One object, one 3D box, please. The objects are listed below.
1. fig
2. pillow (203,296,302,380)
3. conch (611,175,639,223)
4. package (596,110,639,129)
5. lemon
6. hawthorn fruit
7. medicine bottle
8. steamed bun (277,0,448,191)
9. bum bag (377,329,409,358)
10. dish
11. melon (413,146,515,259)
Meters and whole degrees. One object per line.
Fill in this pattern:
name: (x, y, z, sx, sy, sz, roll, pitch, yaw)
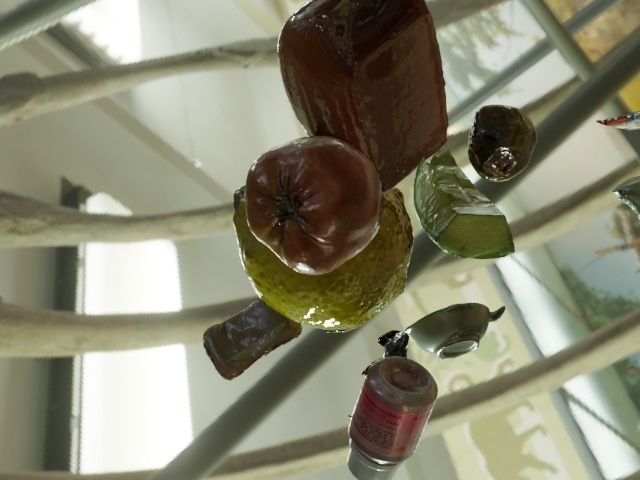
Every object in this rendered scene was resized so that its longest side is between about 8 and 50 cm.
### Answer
fig: (0.372, -0.204, 1.829, 0.166, 0.144, 0.154, -20, -100, -49)
pillow: (-0.151, 0.204, 1.960, 0.135, 0.211, 0.034, 56, -179, 19)
conch: (0.566, -0.052, 1.481, 0.173, 0.106, 0.116, 37, -179, 8)
package: (0.635, -0.239, 1.806, 0.083, 0.022, 0.200, 8, -179, -11)
lemon: (0.000, 0.000, 1.791, 0.387, 0.349, 0.350, 28, -160, -1)
hawthorn fruit: (-0.004, -0.046, 1.132, 0.189, 0.189, 0.189, 47, -161, -22)
medicine bottle: (0.129, 0.352, 1.735, 0.147, 0.247, 0.147, 11, -149, -7)
steamed bun: (0.067, -0.288, 1.570, 0.248, 0.235, 0.379, 36, 158, 38)
bum bag: (0.154, 0.301, 1.978, 0.060, 0.106, 0.232, 17, -122, -15)
dish: (0.324, 0.219, 2.105, 0.224, 0.246, 0.078, 106, 151, -58)
melon: (0.300, -0.089, 2.016, 0.196, 0.124, 0.323, 9, -147, -21)
